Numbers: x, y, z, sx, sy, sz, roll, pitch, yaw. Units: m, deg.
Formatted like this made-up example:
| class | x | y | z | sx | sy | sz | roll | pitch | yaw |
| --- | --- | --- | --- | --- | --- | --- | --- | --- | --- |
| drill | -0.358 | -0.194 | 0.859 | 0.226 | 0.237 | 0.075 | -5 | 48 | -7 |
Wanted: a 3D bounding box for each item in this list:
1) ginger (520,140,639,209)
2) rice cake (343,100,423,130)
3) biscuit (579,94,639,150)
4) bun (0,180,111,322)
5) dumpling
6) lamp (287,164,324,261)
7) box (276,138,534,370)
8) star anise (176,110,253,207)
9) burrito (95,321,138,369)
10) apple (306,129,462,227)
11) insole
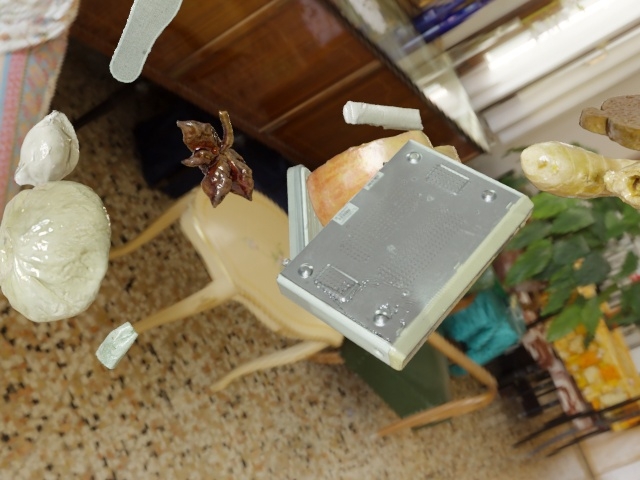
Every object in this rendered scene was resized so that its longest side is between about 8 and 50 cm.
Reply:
| class | x | y | z | sx | sy | sz | roll | pitch | yaw |
| --- | --- | --- | --- | --- | --- | --- | --- | --- | --- |
| ginger | 0.551 | -0.091 | 1.412 | 0.348 | 0.363 | 0.122 | -6 | 105 | -39 |
| rice cake | 0.157 | -0.303 | 2.107 | 0.256 | 0.052 | 0.057 | -3 | 72 | -43 |
| biscuit | 0.755 | -0.256 | 1.892 | 0.394 | 0.351 | 0.070 | -50 | 139 | -62 |
| bun | -0.458 | 0.010 | 1.435 | 0.153 | 0.244 | 0.243 | 16 | 49 | -52 |
| dumpling | -0.631 | -0.199 | 1.992 | 0.199 | 0.118 | 0.136 | -60 | 144 | -16 |
| lamp | 0.000 | 0.000 | 1.851 | 0.269 | 0.047 | 0.266 | 39 | 42 | -61 |
| box | 0.098 | 0.003 | 1.024 | 0.211 | 0.270 | 0.045 | 33 | -24 | 30 |
| star anise | -0.201 | -0.156 | 1.650 | 0.212 | 0.111 | 0.196 | 67 | 1 | -80 |
| burrito | -0.461 | 0.233 | 1.939 | 0.044 | 0.118 | 0.074 | 21 | 21 | -47 |
| apple | 0.122 | -0.058 | 1.446 | 0.293 | 0.251 | 0.163 | 8 | 61 | -60 |
| insole | -0.323 | -0.399 | 1.583 | 0.080 | 0.232 | 0.003 | 30 | -5 | -30 |
